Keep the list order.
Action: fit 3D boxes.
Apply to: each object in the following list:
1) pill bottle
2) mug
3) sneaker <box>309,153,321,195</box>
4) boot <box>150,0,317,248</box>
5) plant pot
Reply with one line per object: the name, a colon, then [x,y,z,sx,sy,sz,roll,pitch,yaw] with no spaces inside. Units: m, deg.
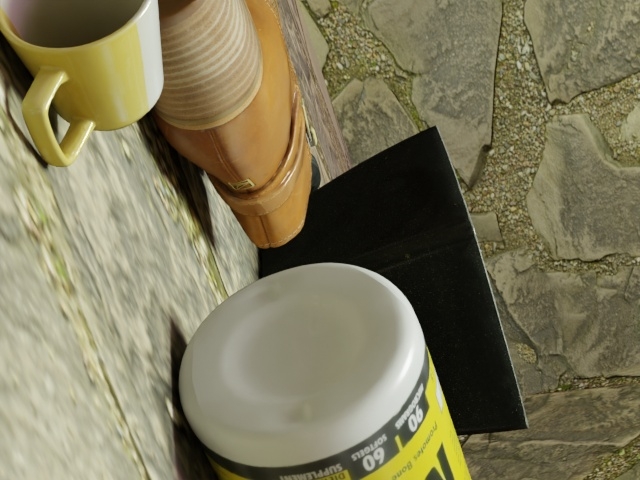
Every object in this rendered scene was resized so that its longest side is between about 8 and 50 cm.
pill bottle: [0.016,0.123,0.632,0.119,0.119,0.208,-100,171,-50]
mug: [-0.096,-0.072,0.489,0.062,0.078,0.064,40,-22,27]
sneaker: [-0.034,-0.053,1.076,0.170,0.051,0.089,55,19,-60]
boot: [-0.057,-0.154,0.773,0.220,0.109,0.283,64,12,-53]
plant pot: [0.050,0.048,0.971,0.188,0.167,0.187,-99,170,-62]
